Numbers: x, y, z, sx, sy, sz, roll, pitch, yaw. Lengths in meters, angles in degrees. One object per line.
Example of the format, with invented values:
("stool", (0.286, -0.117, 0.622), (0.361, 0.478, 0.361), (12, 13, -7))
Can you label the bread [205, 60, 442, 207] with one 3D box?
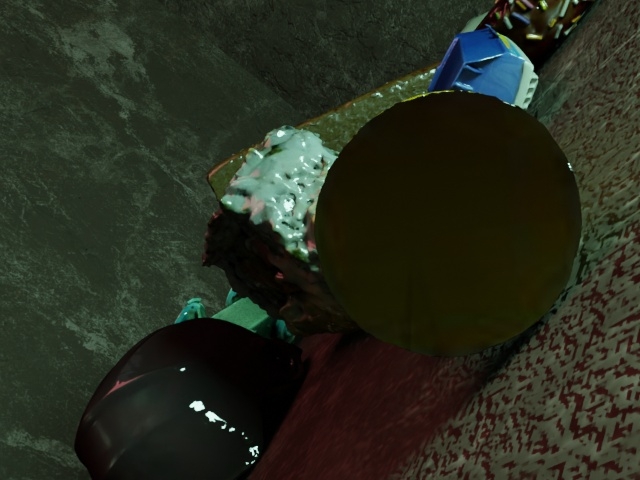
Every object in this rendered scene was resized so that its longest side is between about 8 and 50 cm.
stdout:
("bread", (0.028, -0.145, 1.171), (0.416, 0.113, 0.165), (-24, 4, 2))

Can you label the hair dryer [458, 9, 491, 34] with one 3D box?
("hair dryer", (0.318, -0.360, 1.398), (0.229, 0.092, 0.267), (-45, -8, 1))

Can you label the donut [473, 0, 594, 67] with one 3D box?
("donut", (0.261, -0.283, 0.912), (0.235, 0.089, 0.235), (-51, 2, 3))

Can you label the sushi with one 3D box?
("sushi", (-0.014, 0.003, 0.746), (0.139, 0.184, 0.274), (-52, 0, -24))

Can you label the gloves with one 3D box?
("gloves", (0.085, -0.018, 0.478), (0.133, 0.116, 0.294), (-23, -1, 13))

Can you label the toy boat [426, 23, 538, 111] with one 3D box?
("toy boat", (0.152, -0.148, 0.765), (0.295, 0.088, 0.129), (-72, 6, -67))

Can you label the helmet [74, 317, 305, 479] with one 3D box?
("helmet", (-0.153, 0.187, 0.861), (0.225, 0.177, 0.305), (-53, 3, 22))

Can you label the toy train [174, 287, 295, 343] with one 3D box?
("toy train", (-0.131, 0.169, 1.128), (0.298, 0.120, 0.194), (-29, -39, -65))
